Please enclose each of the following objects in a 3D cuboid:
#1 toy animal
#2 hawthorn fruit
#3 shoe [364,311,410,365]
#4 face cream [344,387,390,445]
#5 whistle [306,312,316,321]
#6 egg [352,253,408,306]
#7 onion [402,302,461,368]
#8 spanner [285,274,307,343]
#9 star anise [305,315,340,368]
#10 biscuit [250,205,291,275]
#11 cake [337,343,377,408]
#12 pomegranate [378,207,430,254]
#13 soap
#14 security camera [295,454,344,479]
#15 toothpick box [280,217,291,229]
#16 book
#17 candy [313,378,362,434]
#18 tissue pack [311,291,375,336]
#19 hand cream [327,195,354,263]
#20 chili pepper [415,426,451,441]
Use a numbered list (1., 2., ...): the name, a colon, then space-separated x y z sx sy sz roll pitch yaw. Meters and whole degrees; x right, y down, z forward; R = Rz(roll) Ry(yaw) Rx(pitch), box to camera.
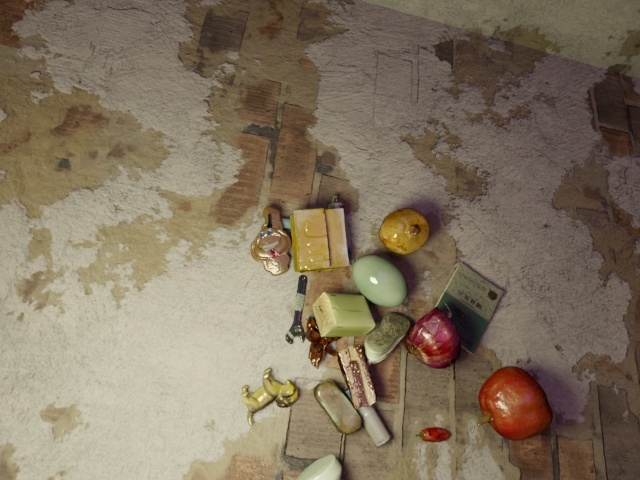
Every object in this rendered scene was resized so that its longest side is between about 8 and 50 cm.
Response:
1. toy animal: -0.208 0.615 1.670 0.233 0.121 0.168 -22 88 -16
2. hawthorn fruit: 0.807 0.714 1.781 0.330 0.287 0.287 -24 77 -14
3. shoe: 0.286 0.449 1.838 0.124 0.159 0.316 29 32 29
4. face cream: 0.195 0.725 1.736 0.077 0.077 0.250 -28 79 -20
5. whistle: 0.019 0.312 1.866 0.186 0.039 0.039 -35 81 -21
6. egg: 0.270 0.182 1.879 0.283 0.203 0.203 42 68 7
7. onion: 0.508 0.440 1.816 0.272 0.256 0.230 -40 70 8
8. spanner: -0.093 0.307 1.853 0.087 0.024 0.315 12 67 -10
9. star anise: -0.007 0.424 1.776 0.212 0.111 0.196 -47 122 -42
10. biscuit: -0.223 0.002 1.890 0.184 0.047 0.319 4 81 -6
11. cake: 0.151 0.574 1.743 0.112 0.135 0.246 -14 69 -10
12. pomegranate: 0.402 -0.042 1.975 0.248 0.248 0.248 4 70 -11
13. soap: 0.000 0.000 1.895 0.259 0.143 0.281 -5 81 -11
14. security camera: 0.035 0.966 1.558 0.195 0.194 0.236 -27 82 -20
15. toothpick box: -0.164 -0.080 1.957 0.083 0.052 0.052 6 70 -12
16. book: 0.708 0.323 2.020 0.264 0.031 0.379 35 67 3
17. candy: 0.068 0.686 1.707 0.102 0.104 0.234 -33 80 -22
18. tissue pack: 0.098 0.320 1.775 0.234 0.125 0.159 10 45 -35
19. hand cream: 0.087 -0.053 1.999 0.124 0.078 0.340 -3 76 -13
20. chili pepper: 0.481 0.834 1.778 0.191 0.050 0.059 10 65 -22
